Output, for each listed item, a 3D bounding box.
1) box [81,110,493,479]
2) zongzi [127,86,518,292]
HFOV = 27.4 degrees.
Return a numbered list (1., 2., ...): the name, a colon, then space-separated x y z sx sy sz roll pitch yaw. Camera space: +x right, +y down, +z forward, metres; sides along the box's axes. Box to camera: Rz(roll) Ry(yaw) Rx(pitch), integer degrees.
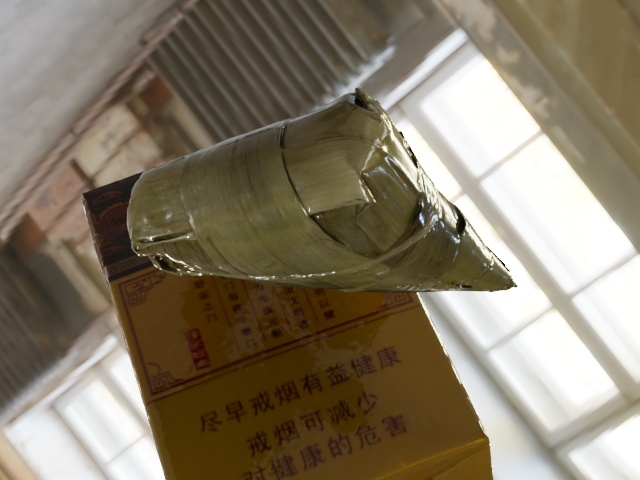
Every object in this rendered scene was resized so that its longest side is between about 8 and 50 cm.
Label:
1. box: -0.040 0.084 1.182 0.264 0.415 0.115 -21 140 -6
2. zongzi: 0.000 0.000 0.717 0.160 0.078 0.176 -10 150 29
